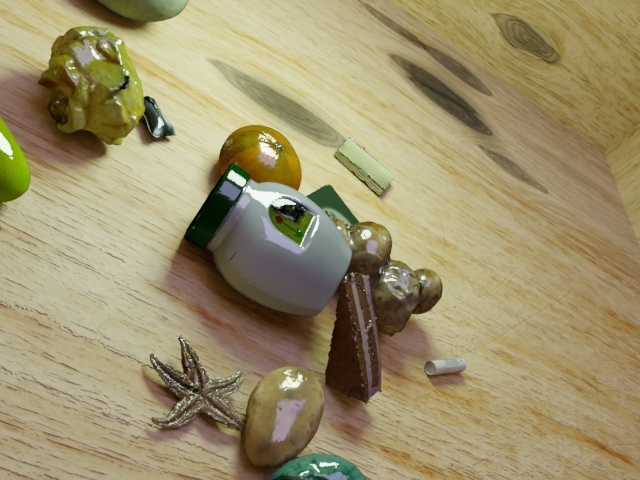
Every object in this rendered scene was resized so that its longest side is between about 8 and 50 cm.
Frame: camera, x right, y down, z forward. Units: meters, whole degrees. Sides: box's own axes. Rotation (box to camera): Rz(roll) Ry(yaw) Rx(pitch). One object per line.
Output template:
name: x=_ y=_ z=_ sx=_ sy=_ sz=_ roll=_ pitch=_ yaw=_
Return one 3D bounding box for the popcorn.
popcorn: x=-0.520 y=-0.356 z=1.890 sx=0.252 sy=0.215 sz=0.286 roll=-7 pitch=63 yaw=-56

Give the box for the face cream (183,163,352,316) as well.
face cream: x=-0.117 y=0.003 z=1.913 sx=0.357 sy=0.219 sz=0.312 roll=33 pitch=46 yaw=-10

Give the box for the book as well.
book: x=0.000 y=0.000 z=2.201 sx=0.260 sy=0.043 sz=0.371 roll=52 pitch=36 yaw=6

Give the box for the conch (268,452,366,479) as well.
conch: x=0.008 y=0.510 z=1.595 sx=0.202 sy=0.196 sz=0.134 roll=70 pitch=20 yaw=-8

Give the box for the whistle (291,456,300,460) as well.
whistle: x=-0.006 y=0.473 z=1.699 sx=0.109 sy=0.046 sz=0.057 roll=11 pitch=20 yaw=-45

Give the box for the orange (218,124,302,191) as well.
orange: x=-0.153 y=-0.196 z=2.129 sx=0.240 sy=0.171 sz=0.240 roll=27 pitch=37 yaw=-22

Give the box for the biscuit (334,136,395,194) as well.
biscuit: x=0.139 y=-0.236 z=2.585 sx=0.199 sy=0.040 sz=0.121 roll=41 pitch=37 yaw=-3

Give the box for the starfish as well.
starfish: x=-0.249 y=0.302 z=1.628 sx=0.227 sy=0.043 sz=0.240 roll=49 pitch=38 yaw=9

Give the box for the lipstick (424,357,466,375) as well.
lipstick: x=0.337 y=0.337 z=2.194 sx=0.141 sy=0.040 sz=0.040 roll=2 pitch=52 yaw=-44

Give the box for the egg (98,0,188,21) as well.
egg: x=-0.521 y=-0.747 z=2.250 sx=0.352 sy=0.258 sz=0.258 roll=24 pitch=39 yaw=-22

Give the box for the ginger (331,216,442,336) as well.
ginger: x=0.151 y=0.080 z=2.124 sx=0.375 sy=0.176 sz=0.256 roll=46 pitch=48 yaw=-12

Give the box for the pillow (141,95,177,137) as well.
pillow: x=-0.426 y=-0.313 z=2.077 sx=0.136 sy=0.055 sz=0.091 roll=56 pitch=4 yaw=12

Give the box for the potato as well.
potato: x=-0.075 y=0.364 z=1.683 sx=0.161 sy=0.128 sz=0.235 roll=14 pitch=47 yaw=-14

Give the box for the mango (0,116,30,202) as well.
mango: x=-0.693 y=-0.186 z=1.589 sx=0.273 sy=0.149 sz=0.185 roll=51 pitch=33 yaw=0

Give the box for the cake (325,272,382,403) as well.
cake: x=0.074 y=0.221 z=1.900 sx=0.116 sy=0.112 sz=0.295 roll=-4 pitch=93 yaw=-58
